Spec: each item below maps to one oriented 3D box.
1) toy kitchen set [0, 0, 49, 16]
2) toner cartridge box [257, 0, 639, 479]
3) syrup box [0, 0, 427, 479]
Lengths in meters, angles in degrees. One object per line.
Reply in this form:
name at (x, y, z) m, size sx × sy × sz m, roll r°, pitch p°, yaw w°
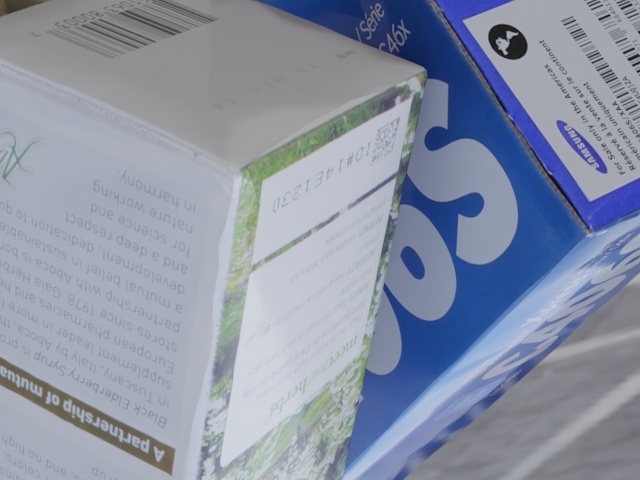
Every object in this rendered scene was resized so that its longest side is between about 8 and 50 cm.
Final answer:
toy kitchen set at (-0.193, -0.152, 0.809) m, size 0.207 × 0.166 × 0.122 m, roll 17°, pitch -138°, yaw 32°
toner cartridge box at (0.000, 0.000, 0.545) m, size 0.075 × 0.165 × 0.348 m, roll -21°, pitch 161°, yaw -29°
syrup box at (-0.050, 0.055, 0.418) m, size 0.093 × 0.096 × 0.237 m, roll -34°, pitch 141°, yaw -52°
